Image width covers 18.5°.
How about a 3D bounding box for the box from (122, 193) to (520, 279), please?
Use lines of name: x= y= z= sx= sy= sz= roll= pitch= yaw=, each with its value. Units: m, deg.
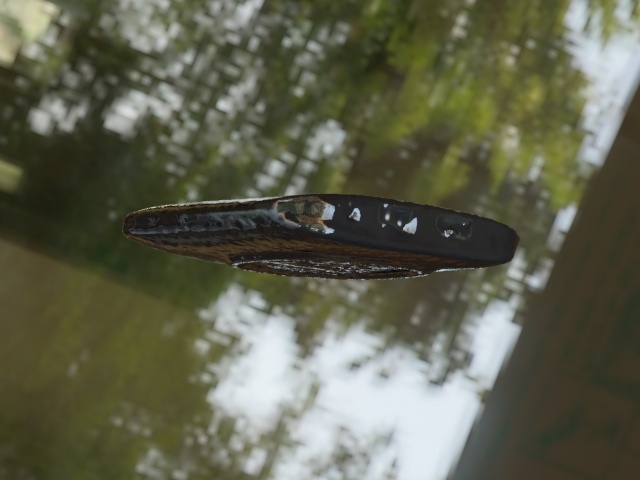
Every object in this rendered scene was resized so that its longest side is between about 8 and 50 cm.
box: x=0.000 y=0.000 z=1.284 sx=0.201 sy=0.212 sz=0.042 roll=-6 pitch=-101 yaw=49
